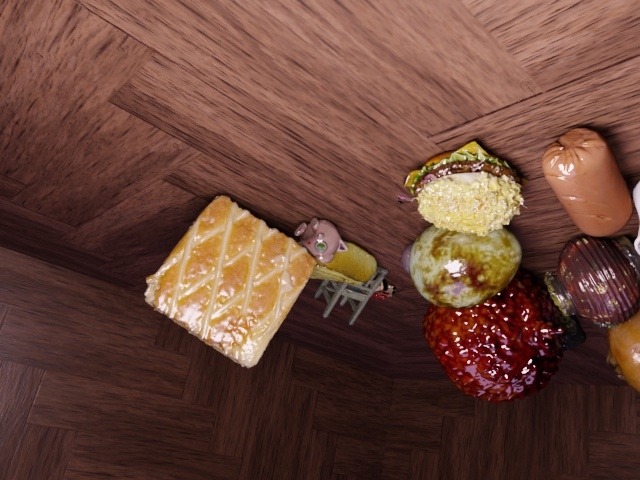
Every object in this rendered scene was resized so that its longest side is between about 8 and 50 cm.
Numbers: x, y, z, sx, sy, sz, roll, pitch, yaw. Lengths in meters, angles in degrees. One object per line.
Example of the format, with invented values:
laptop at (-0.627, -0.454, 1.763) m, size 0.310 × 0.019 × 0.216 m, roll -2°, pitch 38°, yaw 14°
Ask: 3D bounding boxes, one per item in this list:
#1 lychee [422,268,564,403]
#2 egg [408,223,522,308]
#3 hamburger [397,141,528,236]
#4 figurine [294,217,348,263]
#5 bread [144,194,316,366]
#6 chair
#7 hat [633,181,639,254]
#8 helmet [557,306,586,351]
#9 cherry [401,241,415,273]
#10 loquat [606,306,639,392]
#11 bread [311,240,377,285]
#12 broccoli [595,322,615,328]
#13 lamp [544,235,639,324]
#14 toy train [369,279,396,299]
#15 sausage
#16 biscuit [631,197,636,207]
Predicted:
lychee at (0.525, 0.272, 1.571) m, size 0.424 × 0.424 × 0.500 m, roll 16°, pitch 162°, yaw -12°
egg at (0.371, 0.055, 1.348) m, size 0.289 × 0.238 × 0.238 m, roll -14°, pitch 149°, yaw 27°
hamburger at (0.308, -0.095, 1.134) m, size 0.243 × 0.138 × 0.262 m, roll 23°, pitch 154°, yaw -30°
figurine at (0.000, 0.000, 1.535) m, size 0.125 × 0.125 × 0.138 m, roll -13°, pitch 126°, yaw 46°
bread at (-0.263, 0.123, 1.517) m, size 0.371 × 0.390 × 0.279 m, roll 32°, pitch 156°, yaw -3°
chair at (0.106, 0.157, 1.905) m, size 0.136 × 0.147 × 0.270 m, roll 19°, pitch 114°, yaw -25°
hat at (0.689, -0.066, 1.012) m, size 0.203 × 0.126 × 0.203 m, roll -5°, pitch 144°, yaw -3°
helmet at (0.785, 0.301, 1.847) m, size 0.230 × 0.160 × 0.279 m, roll -19°, pitch -176°, yaw -10°
cherry at (0.331, 0.067, 1.567) m, size 0.188 × 0.115 × 0.148 m, roll 10°, pitch 140°, yaw -12°
loquat at (1.039, 0.325, 1.578) m, size 0.328 × 0.328 × 0.328 m, roll 9°, pitch 158°, yaw 4°
bread at (0.051, 0.071, 1.703) m, size 0.257 × 0.124 × 0.186 m, roll 14°, pitch 165°, yaw -11°
broccoli at (0.822, 0.144, 1.522) m, size 0.220 × 0.194 × 0.194 m, roll -9°, pitch 161°, yaw -12°
lamp at (0.694, 0.102, 1.317) m, size 0.247 × 0.247 × 0.247 m, roll 9°, pitch 158°, yaw 4°
toy train at (0.230, 0.185, 1.969) m, size 0.087 × 0.050 × 0.138 m, roll -27°, pitch 151°, yaw 33°
sausage at (0.524, -0.108, 1.021) m, size 0.121 × 0.121 × 0.304 m, roll -7°, pitch 153°, yaw 38°
biscuit at (0.720, -0.086, 1.122) m, size 0.083 × 0.018 × 0.081 m, roll 14°, pitch 158°, yaw -6°
